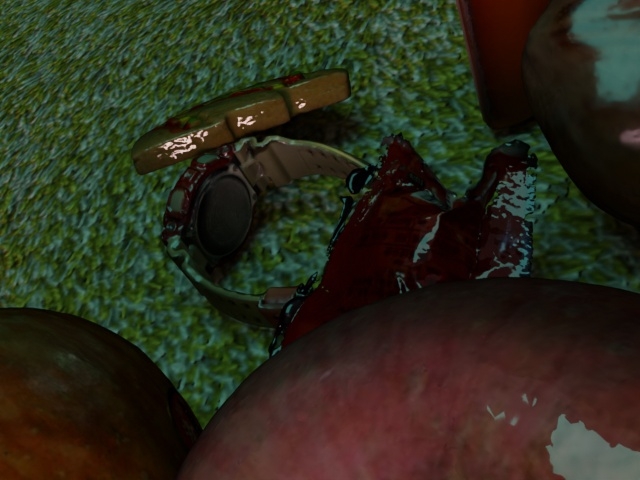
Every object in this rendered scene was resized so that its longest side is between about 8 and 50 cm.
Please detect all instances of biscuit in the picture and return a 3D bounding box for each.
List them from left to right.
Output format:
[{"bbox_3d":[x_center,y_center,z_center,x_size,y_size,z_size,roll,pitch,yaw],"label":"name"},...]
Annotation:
[{"bbox_3d":[-0.089,-0.120,0.971,0.212,0.041,0.238,-2,21,44],"label":"biscuit"}]

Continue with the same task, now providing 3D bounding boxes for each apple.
[{"bbox_3d":[-0.180,0.185,0.596,0.250,0.309,0.277,36,104,10],"label":"apple"},{"bbox_3d":[0.091,0.177,0.440,0.344,0.269,0.345,-14,61,26],"label":"apple"}]

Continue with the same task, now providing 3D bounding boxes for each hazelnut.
[{"bbox_3d":[0.240,-0.104,0.697,0.210,0.186,0.210,-5,77,20],"label":"hazelnut"}]

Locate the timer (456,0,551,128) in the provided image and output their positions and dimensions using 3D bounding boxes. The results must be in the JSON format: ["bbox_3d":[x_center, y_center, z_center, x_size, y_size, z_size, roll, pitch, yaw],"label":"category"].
[{"bbox_3d":[0.175,-0.261,0.863,0.161,0.257,0.250,8,50,29],"label":"timer"}]

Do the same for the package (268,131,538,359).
[{"bbox_3d":[0.057,0.047,0.702,0.194,0.071,0.269,4,63,41],"label":"package"}]

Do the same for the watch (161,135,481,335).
[{"bbox_3d":[-0.008,0.002,0.830,0.268,0.102,0.165,26,70,36],"label":"watch"}]
